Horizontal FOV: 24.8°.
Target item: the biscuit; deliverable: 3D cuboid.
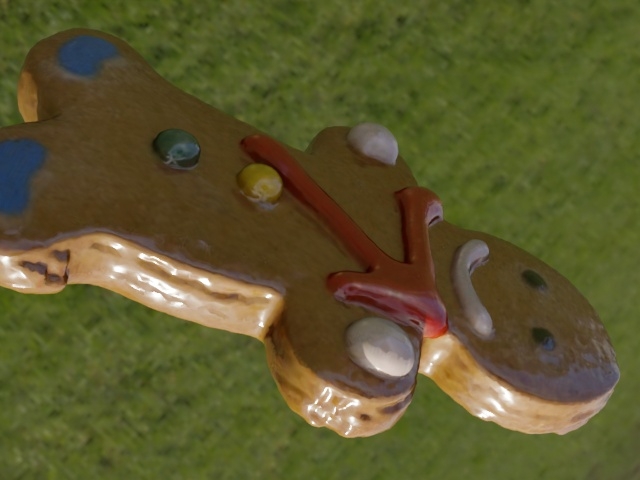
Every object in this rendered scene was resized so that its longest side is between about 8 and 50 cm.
[{"bbox_3d":[0.001,-0.001,0.676,0.049,0.324,0.205,-56,-167,34],"label":"biscuit"}]
